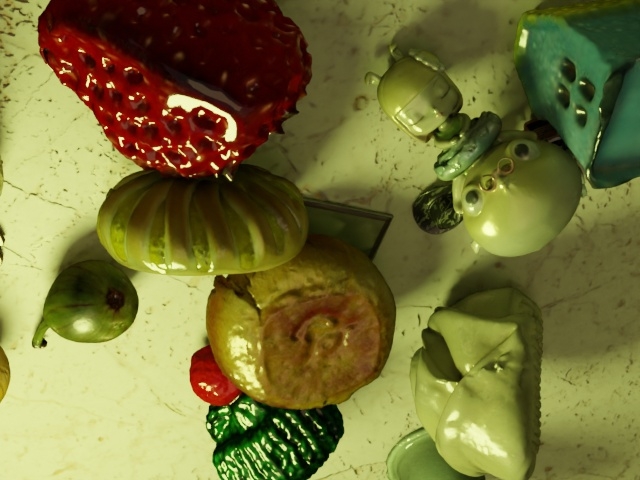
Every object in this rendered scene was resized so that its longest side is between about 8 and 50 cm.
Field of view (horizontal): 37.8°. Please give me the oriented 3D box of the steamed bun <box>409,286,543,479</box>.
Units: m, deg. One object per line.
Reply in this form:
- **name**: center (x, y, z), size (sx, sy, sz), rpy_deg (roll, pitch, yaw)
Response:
- **steamed bun**: center (0.300, 0.268, 1.798), size (0.255, 0.367, 0.342), rpy_deg (3, 171, 15)

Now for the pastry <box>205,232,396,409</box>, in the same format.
- **pastry**: center (-0.032, 0.148, 1.687), size (0.356, 0.164, 0.356), rpy_deg (-4, 110, -12)

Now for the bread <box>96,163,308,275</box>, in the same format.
- **bread**: center (-0.176, -0.041, 1.473), size (0.333, 0.333, 0.160), rpy_deg (-1, 103, -10)

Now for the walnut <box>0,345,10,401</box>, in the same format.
- **walnut**: center (-0.662, 0.226, 1.662), size (0.193, 0.193, 0.225), rpy_deg (-31, 117, 14)

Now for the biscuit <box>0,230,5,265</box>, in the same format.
- **biscuit**: center (-0.605, 0.006, 1.595), size (0.130, 0.019, 0.119), rpy_deg (-11, 130, -2)

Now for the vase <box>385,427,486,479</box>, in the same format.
- **vase**: center (0.294, 0.587, 2.060), size (0.245, 0.291, 0.245), rpy_deg (-7, 130, -8)

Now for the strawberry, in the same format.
- **strawberry**: center (-0.213, -0.254, 1.300), size (0.345, 0.317, 0.295), rpy_deg (32, 81, -26)

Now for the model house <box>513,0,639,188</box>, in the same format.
- **model house**: center (0.445, -0.265, 1.410), size (0.237, 0.303, 0.215), rpy_deg (-12, 138, -15)

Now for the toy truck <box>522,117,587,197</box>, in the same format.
- **toy truck**: center (0.405, -0.135, 1.633), size (0.083, 0.092, 0.192), rpy_deg (-20, 137, 6)

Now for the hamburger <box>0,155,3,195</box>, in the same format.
- **hamburger**: center (-0.634, -0.075, 1.378), size (0.330, 0.250, 0.330), rpy_deg (-5, 125, -7)

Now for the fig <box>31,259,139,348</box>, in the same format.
- **fig**: center (-0.448, 0.120, 1.678), size (0.259, 0.151, 0.151), rpy_deg (-14, 136, 37)

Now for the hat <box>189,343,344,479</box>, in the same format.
- **hat**: center (-0.137, 0.335, 1.851), size (0.274, 0.242, 0.332), rpy_deg (-40, 101, 2)

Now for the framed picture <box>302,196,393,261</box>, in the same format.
- **framed picture**: center (0.000, 0.000, 1.712), size (0.231, 0.010, 0.173), rpy_deg (11, 125, -19)

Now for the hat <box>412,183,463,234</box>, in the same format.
- **hat**: center (0.225, -0.049, 1.689), size (0.121, 0.050, 0.121), rpy_deg (-6, 132, -6)

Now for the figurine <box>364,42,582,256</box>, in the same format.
- **figurine**: center (0.231, -0.153, 1.510), size (0.394, 0.274, 0.226), rpy_deg (43, 96, -3)
